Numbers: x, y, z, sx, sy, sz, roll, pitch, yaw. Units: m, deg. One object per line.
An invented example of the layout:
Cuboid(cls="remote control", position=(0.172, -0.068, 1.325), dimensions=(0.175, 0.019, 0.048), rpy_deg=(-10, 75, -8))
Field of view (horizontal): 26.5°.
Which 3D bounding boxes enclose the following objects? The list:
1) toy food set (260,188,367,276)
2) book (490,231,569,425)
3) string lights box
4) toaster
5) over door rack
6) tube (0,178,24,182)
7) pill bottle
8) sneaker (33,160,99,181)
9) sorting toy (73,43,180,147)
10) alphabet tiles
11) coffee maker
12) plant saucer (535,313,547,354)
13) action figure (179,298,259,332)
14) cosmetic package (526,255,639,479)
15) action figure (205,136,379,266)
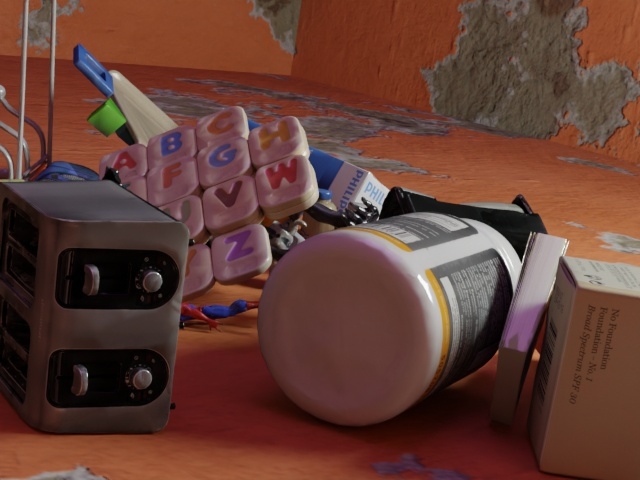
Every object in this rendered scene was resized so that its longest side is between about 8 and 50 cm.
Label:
Cuboid(cls="toy food set", position=(0.000, 0.000, 1.536), dimensions=(0.111, 0.104, 0.232), rpy_deg=(5, 12, -17))
Cuboid(cls="book", position=(0.179, 0.076, 1.180), dimensions=(0.035, 0.096, 0.144), rpy_deg=(13, 45, 13))
Cuboid(cls="string lights box", position=(-0.023, -0.080, 1.792), dimensions=(0.260, 0.076, 0.133), rpy_deg=(26, -5, 34))
Cuboid(cls="toaster", position=(-0.185, 0.041, 1.048), dimensions=(0.110, 0.168, 0.186), rpy_deg=(1, 15, -30))
Cuboid(cls="over door rack", position=(-0.372, -0.204, 1.680), dimensions=(0.108, 0.324, 0.239), rpy_deg=(15, 11, -5))
Cuboid(cls="tube", position=(-0.448, -0.039, 1.511), dimensions=(0.240, 0.062, 0.070), rpy_deg=(-2, -25, -24))
Cuboid(cls="pill bottle", position=(0.075, 0.058, 1.188), dimensions=(0.162, 0.162, 0.278), rpy_deg=(14, 12, 24))
Cuboid(cls="sneaker", position=(-0.245, -0.032, 1.617), dimensions=(0.221, 0.083, 0.087), rpy_deg=(7, 27, 5))
Cuboid(cls="sorting toy", position=(-0.207, -0.109, 1.744), dimensions=(0.348, 0.047, 0.196), rpy_deg=(42, 14, -41))
Cuboid(cls="alphabet tiles", position=(-0.143, -0.035, 1.353), dimensions=(0.284, 0.021, 0.278), rpy_deg=(-21, 38, 7))
Cuboid(cls="coffee maker", position=(0.171, 0.007, 1.598), dimensions=(0.178, 0.120, 0.171), rpy_deg=(4, 13, -19))
Cuboid(cls="plant saucer", position=(0.337, 0.101, 1.256), dimensions=(0.259, 0.047, 0.258), rpy_deg=(8, -14, -1))
Cuboid(cls="action figure", position=(-0.106, 0.071, 1.312), dimensions=(0.115, 0.030, 0.038), rpy_deg=(2, 8, -11))
Cuboid(cls="cosmetic package", position=(0.335, 0.120, 1.093), dimensions=(0.309, 0.160, 0.113), rpy_deg=(8, 13, 1))
Cuboid(cls="action figure", position=(-0.077, -0.030, 1.436), dimensions=(0.276, 0.164, 0.141), rpy_deg=(13, -33, 35))
